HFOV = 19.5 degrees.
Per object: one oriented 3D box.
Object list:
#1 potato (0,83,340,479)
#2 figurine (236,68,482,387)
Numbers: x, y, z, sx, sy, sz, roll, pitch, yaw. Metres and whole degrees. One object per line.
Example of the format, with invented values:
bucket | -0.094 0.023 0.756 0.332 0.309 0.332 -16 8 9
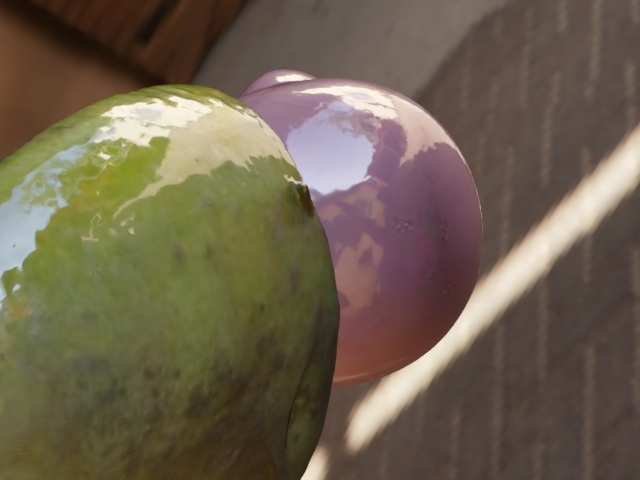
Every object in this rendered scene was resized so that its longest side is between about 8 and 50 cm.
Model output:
potato | -0.105 0.075 0.867 0.255 0.112 0.270 -17 -63 -57
figurine | 0.000 0.002 1.286 0.211 0.270 0.261 -1 18 34
